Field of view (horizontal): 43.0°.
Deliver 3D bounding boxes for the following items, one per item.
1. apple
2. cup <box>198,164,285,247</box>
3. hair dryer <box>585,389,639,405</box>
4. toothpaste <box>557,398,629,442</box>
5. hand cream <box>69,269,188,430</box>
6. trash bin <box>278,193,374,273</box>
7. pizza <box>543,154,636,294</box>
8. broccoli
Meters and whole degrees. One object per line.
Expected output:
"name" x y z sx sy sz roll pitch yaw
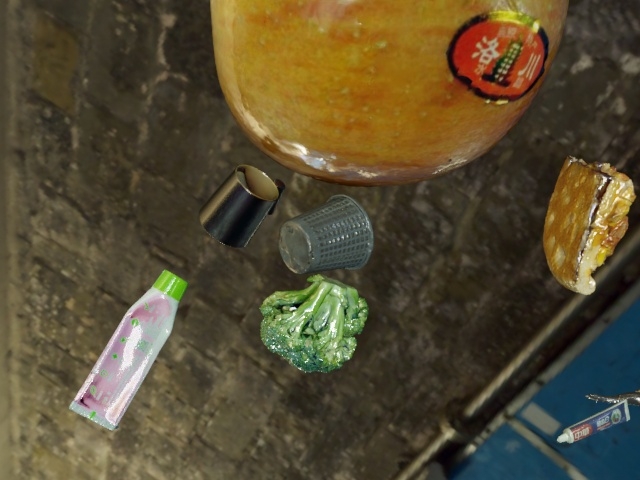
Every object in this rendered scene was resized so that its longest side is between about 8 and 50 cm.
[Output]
"apple" 0.042 -0.247 0.800 0.400 0.333 0.400 180 -90 -67
"cup" -0.211 -0.113 2.267 0.177 0.166 0.239 -51 -178 28
"hair dryer" 0.918 0.409 2.275 0.120 0.359 0.304 94 -3 -54
"toothpaste" 0.418 0.280 1.238 0.140 0.037 0.021 -17 -167 -21
"hand cream" -0.311 0.180 1.366 0.275 0.079 0.050 -61 165 -11
"trash bin" 0.000 0.000 1.765 0.161 0.175 0.175 -18 149 -35
"pizza" 0.596 -0.060 1.823 0.409 0.114 0.278 -82 -163 -45
"broccoli" -0.015 0.189 1.972 0.294 0.265 0.245 -3 129 -58
